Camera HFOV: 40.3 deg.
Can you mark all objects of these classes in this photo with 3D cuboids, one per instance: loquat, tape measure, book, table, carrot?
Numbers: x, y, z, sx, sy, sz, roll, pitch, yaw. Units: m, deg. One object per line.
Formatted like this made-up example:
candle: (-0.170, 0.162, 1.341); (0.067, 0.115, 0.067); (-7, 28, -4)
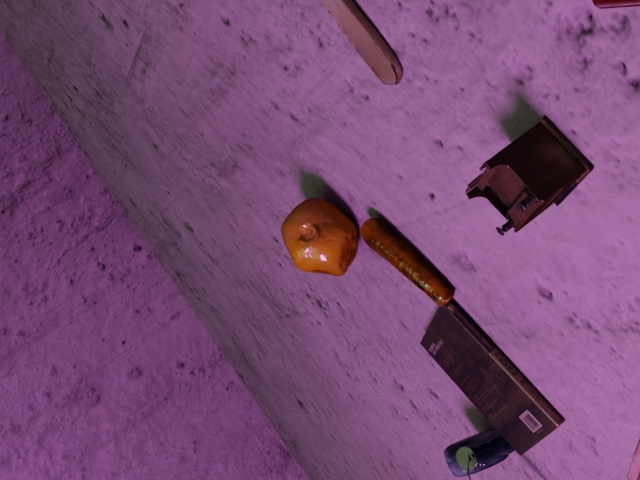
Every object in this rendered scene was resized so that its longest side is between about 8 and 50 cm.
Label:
loquat: (0.000, 0.000, 1.363); (0.137, 0.113, 0.137); (37, 175, 4)
tape measure: (0.275, 0.373, 1.342); (0.180, 0.104, 0.107); (53, 156, 7)
book: (0.240, 0.199, 1.263); (0.228, 0.024, 0.160); (48, 158, 16)
table: (0.201, -0.058, 0.860); (0.070, 0.082, 0.083); (51, 160, 12)
carrot: (0.122, 0.031, 1.239); (0.171, 0.042, 0.042); (44, 158, 22)

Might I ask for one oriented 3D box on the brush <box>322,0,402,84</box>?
brush: (-0.010, -0.316, 1.012); (0.336, 0.020, 0.085); (54, 159, 0)

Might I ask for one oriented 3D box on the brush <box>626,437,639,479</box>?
brush: (0.367, 0.184, 0.907); (0.067, 0.072, 0.313); (26, 149, 28)

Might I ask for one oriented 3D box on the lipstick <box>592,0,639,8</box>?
lipstick: (0.266, -0.179, 0.610); (0.176, 0.027, 0.027); (18, 138, 56)
